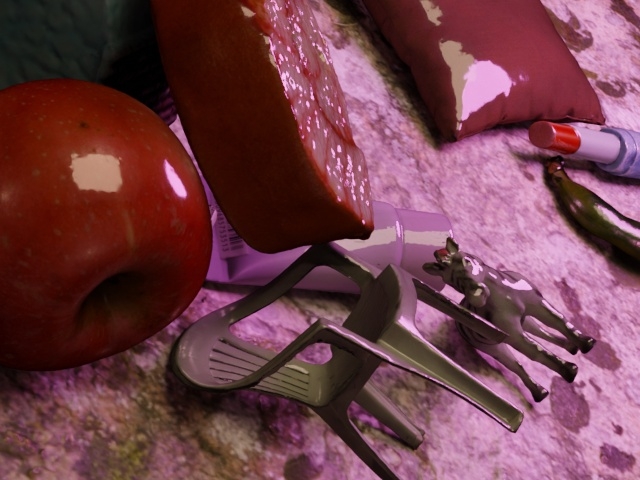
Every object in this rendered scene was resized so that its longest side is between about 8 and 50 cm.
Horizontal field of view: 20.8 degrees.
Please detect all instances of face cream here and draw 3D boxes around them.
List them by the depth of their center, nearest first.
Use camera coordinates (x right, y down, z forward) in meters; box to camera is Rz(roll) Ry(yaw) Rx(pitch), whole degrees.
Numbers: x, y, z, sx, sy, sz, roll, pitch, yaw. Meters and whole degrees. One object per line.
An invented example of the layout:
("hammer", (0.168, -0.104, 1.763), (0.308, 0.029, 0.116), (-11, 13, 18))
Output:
("face cream", (0.000, 0.000, 1.841), (0.274, 0.096, 0.154), (6, 48, -18))

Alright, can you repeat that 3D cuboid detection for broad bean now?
("broad bean", (0.418, -0.017, 2.226), (0.292, 0.049, 0.144), (24, 30, -15))

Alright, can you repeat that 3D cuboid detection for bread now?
("bread", (-0.058, -0.157, 1.635), (0.295, 0.114, 0.328), (50, 23, -58))

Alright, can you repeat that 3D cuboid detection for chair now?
("chair", (0.024, 0.118, 1.651), (0.274, 0.190, 0.203), (36, 19, -11))

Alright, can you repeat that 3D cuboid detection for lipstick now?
("lipstick", (0.378, -0.119, 2.281), (0.274, 0.061, 0.068), (8, 28, -40))

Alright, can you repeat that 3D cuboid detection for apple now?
("apple", (-0.220, -0.016, 1.517), (0.260, 0.260, 0.216), (-1, 48, -41))

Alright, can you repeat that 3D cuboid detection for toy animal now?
("toy animal", (0.207, 0.084, 1.821), (0.170, 0.255, 0.090), (34, 77, 21))

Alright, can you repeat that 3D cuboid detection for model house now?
("model house", (-0.244, -0.174, 1.758), (0.230, 0.249, 0.280), (4, 17, 21))

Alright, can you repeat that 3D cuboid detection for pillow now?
("pillow", (0.203, -0.264, 2.269), (0.308, 0.108, 0.305), (-8, 61, -41))

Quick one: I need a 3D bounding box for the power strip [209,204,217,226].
("power strip", (-0.134, -0.008, 1.769), (0.040, 0.016, 0.090), (13, 39, 7))
